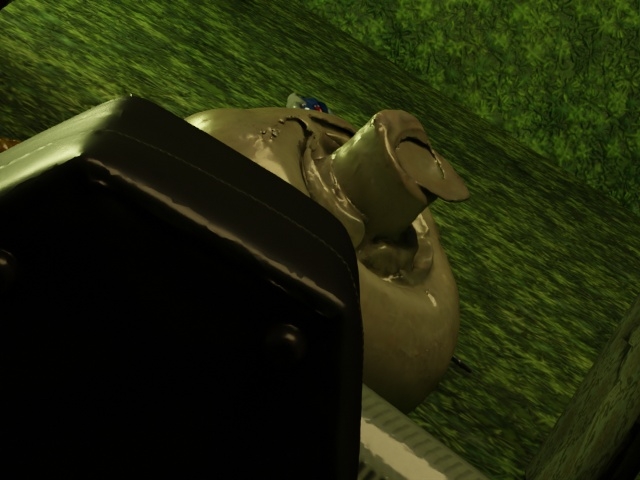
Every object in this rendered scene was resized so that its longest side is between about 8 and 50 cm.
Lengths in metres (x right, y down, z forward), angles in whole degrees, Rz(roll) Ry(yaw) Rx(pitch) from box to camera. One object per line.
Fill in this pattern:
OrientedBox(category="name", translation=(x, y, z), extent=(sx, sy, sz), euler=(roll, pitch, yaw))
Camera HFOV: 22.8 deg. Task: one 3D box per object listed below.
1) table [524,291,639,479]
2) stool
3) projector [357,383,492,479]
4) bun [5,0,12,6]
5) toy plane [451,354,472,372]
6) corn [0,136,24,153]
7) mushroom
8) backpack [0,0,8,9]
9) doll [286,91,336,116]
OrientedBox(category="table", translation=(0.344, 0.126, 1.087), extent=(0.272, 0.335, 0.222), euler=(30, 13, -1))
OrientedBox(category="stool", translation=(-0.087, 0.062, 0.667), extent=(0.232, 0.232, 0.141), euler=(28, 13, -8))
OrientedBox(category="projector", translation=(0.052, 0.161, 0.831), extent=(0.337, 0.108, 0.108), euler=(35, 14, 23))
OrientedBox(category="bun", translation=(-0.381, -0.279, 1.484), extent=(0.220, 0.134, 0.220), euler=(21, 43, -21))
OrientedBox(category="toy plane", translation=(0.034, 0.039, 1.352), extent=(0.226, 0.058, 0.226), euler=(38, 10, 37))
OrientedBox(category="corn", translation=(-0.244, -0.033, 0.964), extent=(0.320, 0.097, 0.097), euler=(15, 19, -42))
OrientedBox(category="mushroom", translation=(0.000, 0.000, 1.056), extent=(0.246, 0.202, 0.246), euler=(38, 25, -21))
OrientedBox(category="backpack", translation=(-0.366, -0.241, 1.211), extent=(0.283, 0.197, 0.317), euler=(30, 23, 7))
OrientedBox(category="doll", translation=(-0.014, -0.128, 1.880), extent=(0.096, 0.070, 0.195), euler=(59, 14, -7))
